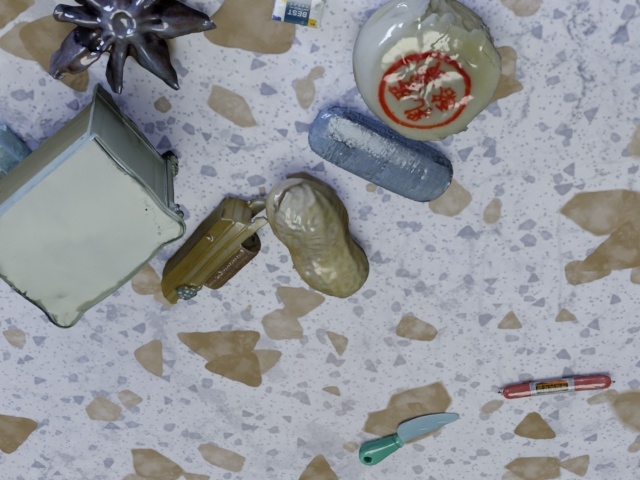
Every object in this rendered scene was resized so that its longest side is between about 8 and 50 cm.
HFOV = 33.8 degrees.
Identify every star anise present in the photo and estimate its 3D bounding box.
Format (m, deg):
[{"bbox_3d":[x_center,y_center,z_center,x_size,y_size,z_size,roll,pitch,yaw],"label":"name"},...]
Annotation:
[{"bbox_3d":[-0.314,-0.394,1.749,0.359,0.139,0.316,-33,128,8],"label":"star anise"}]

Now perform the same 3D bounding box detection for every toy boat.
[{"bbox_3d":[-0.204,0.026,2.080,0.115,0.089,0.310,30,124,-22],"label":"toy boat"}]

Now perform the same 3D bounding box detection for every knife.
[{"bbox_3d":[0.197,0.445,2.425,0.260,0.035,0.063,-32,113,18],"label":"knife"}]

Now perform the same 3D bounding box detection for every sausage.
[{"bbox_3d":[0.514,0.320,2.297,0.253,0.034,0.034,-9,127,11],"label":"sausage"}]

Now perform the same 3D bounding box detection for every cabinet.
[{"bbox_3d":[-0.414,-0.070,1.837,0.290,0.318,0.227,-39,116,10],"label":"cabinet"}]

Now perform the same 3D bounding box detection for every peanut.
[{"bbox_3d":[0.000,0.000,2.018,0.149,0.149,0.313,-16,129,16],"label":"peanut"}]

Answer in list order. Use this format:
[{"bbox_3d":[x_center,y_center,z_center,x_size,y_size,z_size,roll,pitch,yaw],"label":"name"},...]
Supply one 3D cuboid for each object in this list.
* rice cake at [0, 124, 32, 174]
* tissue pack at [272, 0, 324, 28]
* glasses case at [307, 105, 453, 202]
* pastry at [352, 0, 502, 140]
[{"bbox_3d":[-0.568,-0.134,1.996,0.069,0.063,0.206,-27,121,26],"label":"rice cake"},{"bbox_3d":[-0.036,-0.396,1.767,0.083,0.042,0.062,10,126,-4],"label":"tissue pack"},{"bbox_3d":[0.111,-0.157,1.929,0.282,0.067,0.109,25,128,-13],"label":"glasses case"},{"bbox_3d":[0.180,-0.294,1.780,0.264,0.133,0.265,0,125,0],"label":"pastry"}]
